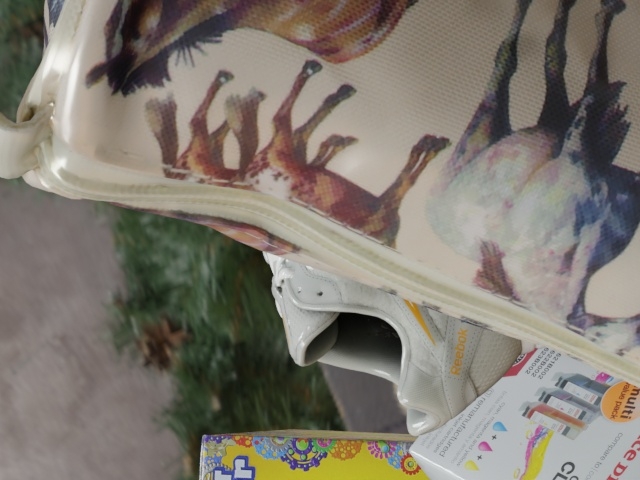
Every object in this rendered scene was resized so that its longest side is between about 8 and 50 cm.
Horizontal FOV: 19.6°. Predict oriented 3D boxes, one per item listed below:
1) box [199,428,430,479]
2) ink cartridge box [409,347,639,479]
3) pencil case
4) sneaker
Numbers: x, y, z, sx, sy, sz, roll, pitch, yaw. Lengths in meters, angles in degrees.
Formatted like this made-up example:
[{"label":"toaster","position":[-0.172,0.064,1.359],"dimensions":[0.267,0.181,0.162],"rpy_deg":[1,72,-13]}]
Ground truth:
[{"label":"box","position":[0.067,0.254,1.573],"dimensions":[0.279,0.290,0.177],"rpy_deg":[1,86,13]},{"label":"ink cartridge box","position":[0.180,0.158,1.250],"dimensions":[0.176,0.127,0.128],"rpy_deg":[24,69,46]},{"label":"pencil case","position":[0.079,-0.030,0.700],"dimensions":[0.410,0.160,0.183],"rpy_deg":[21,56,-15]},{"label":"sneaker","position":[0.000,0.000,1.024],"dimensions":[0.262,0.099,0.121],"rpy_deg":[38,69,21]}]
